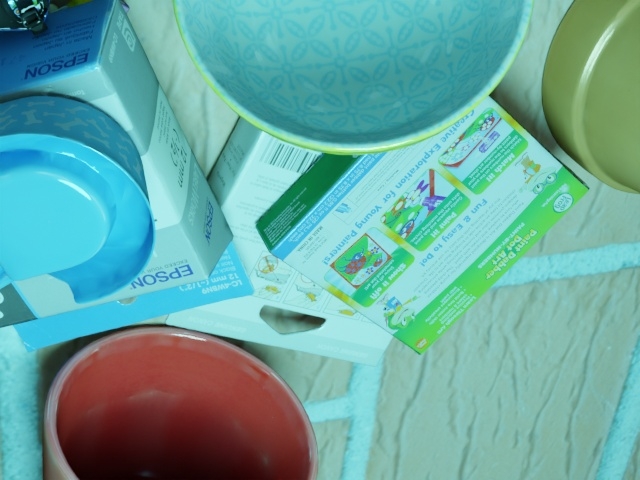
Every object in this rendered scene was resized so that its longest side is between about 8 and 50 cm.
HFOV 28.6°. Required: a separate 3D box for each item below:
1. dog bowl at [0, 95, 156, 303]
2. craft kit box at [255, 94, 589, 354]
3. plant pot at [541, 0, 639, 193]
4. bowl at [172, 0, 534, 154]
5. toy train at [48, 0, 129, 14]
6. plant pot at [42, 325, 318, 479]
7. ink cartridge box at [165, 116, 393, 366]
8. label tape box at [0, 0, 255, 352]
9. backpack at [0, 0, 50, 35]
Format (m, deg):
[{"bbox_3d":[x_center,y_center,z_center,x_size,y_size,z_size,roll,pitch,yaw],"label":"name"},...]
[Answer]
[{"bbox_3d":[-0.267,-0.018,0.960,0.297,0.074,0.166,-15,130,12],"label":"dog bowl"},{"bbox_3d":[0.105,-0.033,1.235,0.250,0.061,0.246,-45,127,10],"label":"craft kit box"},{"bbox_3d":[0.399,-0.143,1.267,0.291,0.203,0.291,-12,128,-16],"label":"plant pot"},{"bbox_3d":[0.027,-0.200,1.066,0.289,0.289,0.156,-29,173,-3],"label":"bowl"},{"bbox_3d":[-0.217,-0.149,1.084,0.166,0.046,0.125,0,123,-25],"label":"toy train"},{"bbox_3d":[-0.165,0.267,1.281,0.275,0.275,0.243,1,133,-25],"label":"plant pot"},{"bbox_3d":[0.000,0.000,1.282,0.275,0.060,0.239,15,117,-33],"label":"ink cartridge box"},{"bbox_3d":[-0.228,-0.014,1.086,0.249,0.115,0.348,-13,129,11],"label":"label tape box"},{"bbox_3d":[-0.279,-0.251,0.936,0.158,0.117,0.173,-4,125,-22],"label":"backpack"}]
